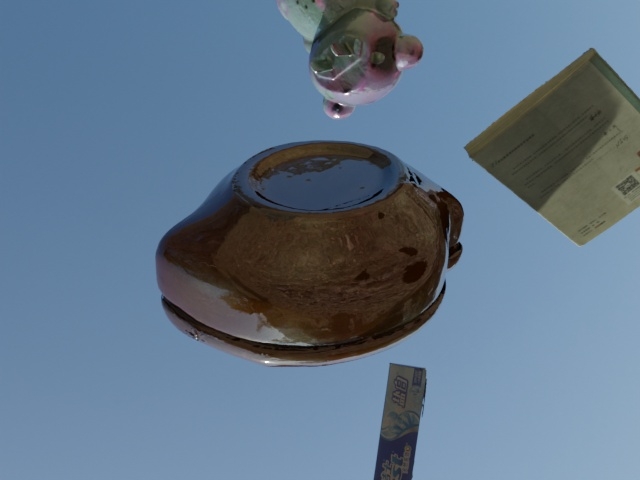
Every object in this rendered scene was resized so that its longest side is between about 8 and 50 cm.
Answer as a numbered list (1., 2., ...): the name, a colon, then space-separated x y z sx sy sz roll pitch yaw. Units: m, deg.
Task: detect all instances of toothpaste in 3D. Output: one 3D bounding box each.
1. toothpaste: 0.122 0.336 1.242 0.053 0.066 0.272 54 -136 -81

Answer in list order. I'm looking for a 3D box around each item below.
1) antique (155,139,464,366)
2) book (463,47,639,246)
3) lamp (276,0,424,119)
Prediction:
1. antique: 0.000 0.000 0.659 0.278 0.223 0.129 -17 -55 -30
2. book: 0.368 -0.114 1.073 0.283 0.215 0.025 34 -150 -32
3. lamp: 0.036 -0.407 1.504 0.301 0.247 0.247 59 -150 1
